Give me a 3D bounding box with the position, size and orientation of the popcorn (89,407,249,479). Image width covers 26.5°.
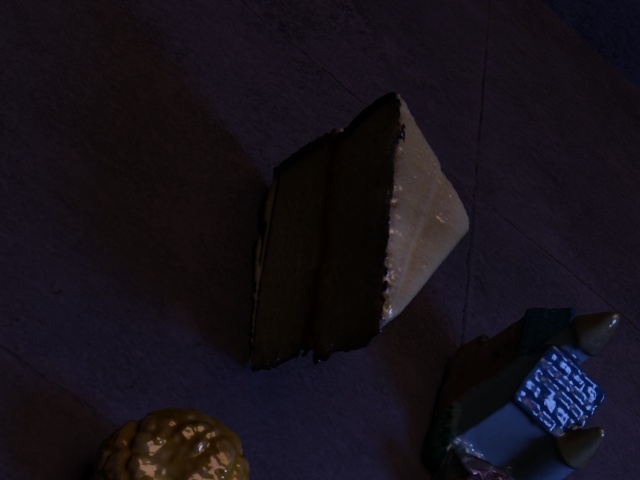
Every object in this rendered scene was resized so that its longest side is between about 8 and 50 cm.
[{"bbox_3d":[-0.163,0.266,1.466,0.180,0.170,0.180,21,4,-1],"label":"popcorn"}]

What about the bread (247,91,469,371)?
[{"bbox_3d":[0.000,0.000,1.794,0.242,0.345,0.405,57,39,-3],"label":"bread"}]

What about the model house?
[{"bbox_3d":[0.335,0.219,1.953,0.194,0.325,0.267,41,33,-10],"label":"model house"}]

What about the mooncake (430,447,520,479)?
[{"bbox_3d":[0.208,0.363,1.839,0.125,0.130,0.073,29,1,-17],"label":"mooncake"}]
